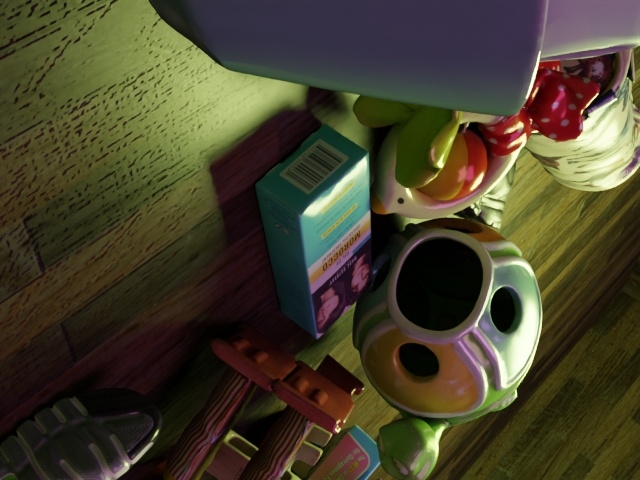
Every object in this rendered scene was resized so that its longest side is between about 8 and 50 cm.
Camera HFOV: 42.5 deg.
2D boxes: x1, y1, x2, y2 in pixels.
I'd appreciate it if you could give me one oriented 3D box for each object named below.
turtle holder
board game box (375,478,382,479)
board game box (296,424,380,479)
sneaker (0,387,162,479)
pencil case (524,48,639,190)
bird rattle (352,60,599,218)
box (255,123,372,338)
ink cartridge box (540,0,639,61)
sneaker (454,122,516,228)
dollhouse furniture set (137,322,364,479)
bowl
[{"bbox_3d":[0.134,0.115,1.033,0.320,0.243,0.227,-45,157,-8],"label":"turtle holder"},{"bbox_3d":[-0.020,0.466,1.175,0.208,0.056,0.347,-39,170,-33],"label":"board game box"},{"bbox_3d":[-0.045,0.421,1.232,0.316,0.064,0.242,-46,174,-16],"label":"board game box"},{"bbox_3d":[-0.242,0.221,0.713,0.228,0.086,0.132,-27,150,-27],"label":"sneaker"},{"bbox_3d":[0.353,-0.180,1.116,0.410,0.183,0.160,18,64,-64],"label":"pencil case"},{"bbox_3d":[0.144,-0.110,0.842,0.253,0.143,0.207,-11,142,-35],"label":"bird rattle"},{"bbox_3d":[0.000,0.000,0.866,0.100,0.060,0.244,-43,153,-22],"label":"box"},{"bbox_3d":[0.099,-0.322,0.369,0.091,0.308,0.385,-8,150,4],"label":"ink cartridge box"},{"bbox_3d":[0.185,-0.097,1.047,0.130,0.109,0.286,-68,160,5],"label":"sneaker"},{"bbox_3d":[-0.062,0.212,0.976,0.201,0.152,0.374,-58,172,6],"label":"dollhouse furniture set"},{"bbox_3d":[-0.008,-0.199,0.382,0.163,0.312,0.312,-9,151,5],"label":"bowl"}]
